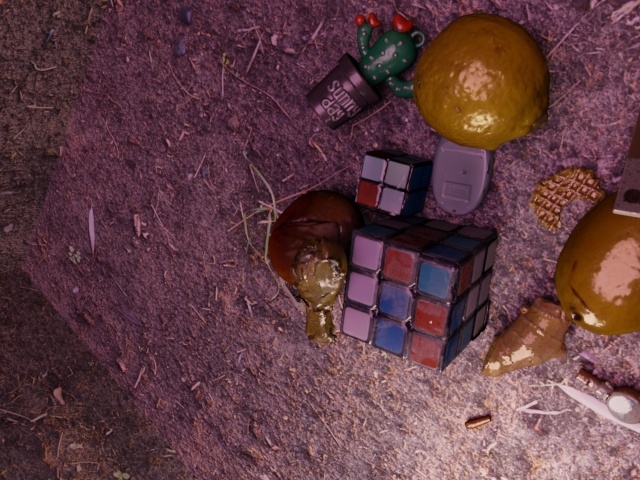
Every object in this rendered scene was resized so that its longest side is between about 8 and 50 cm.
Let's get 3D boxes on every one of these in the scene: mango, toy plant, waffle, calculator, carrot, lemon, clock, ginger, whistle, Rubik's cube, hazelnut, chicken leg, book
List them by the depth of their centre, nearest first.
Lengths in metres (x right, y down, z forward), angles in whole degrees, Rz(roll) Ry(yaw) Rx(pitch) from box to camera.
[{"bbox_3d":[0.862,-0.184,1.402,0.217,0.021,0.310,13,70,30],"label":"book"},{"bbox_3d":[0.797,0.039,1.490,0.301,0.221,0.444,43,117,31],"label":"mango"},{"bbox_3d":[0.436,-0.417,1.542,0.387,0.350,0.349,39,119,24],"label":"lemon"},{"bbox_3d":[0.691,-0.120,1.623,0.194,0.051,0.148,-25,88,29],"label":"waffle"},{"bbox_3d":[0.844,0.448,1.663,0.220,0.057,0.107,34,131,27],"label":"whistle"},{"bbox_3d":[0.002,0.161,1.723,0.202,0.153,0.428,21,132,26],"label":"chicken leg"},{"bbox_3d":[0.610,0.308,1.740,0.190,0.126,0.354,48,125,2],"label":"ginger"},{"bbox_3d":[0.298,0.138,1.753,0.359,0.363,0.361,20,115,32],"label":"Rubik's cube"},{"bbox_3d":[0.432,-0.224,1.766,0.186,0.041,0.298,16,111,29],"label":"calculator"},{"bbox_3d":[0.156,-0.513,1.794,0.400,0.185,0.279,-37,70,17],"label":"toy plant"},{"bbox_3d":[0.232,-0.183,1.830,0.180,0.167,0.183,23,111,27],"label":"Rubik's cube"},{"bbox_3d":[0.523,0.606,1.920,0.093,0.032,0.032,-28,86,31],"label":"carrot"},{"bbox_3d":[0.000,0.000,1.926,0.316,0.372,0.372,25,122,-18],"label":"hazelnut"},{"bbox_3d":[-0.069,0.169,2.172,0.172,0.064,0.198,-42,79,34],"label":"clock"}]
